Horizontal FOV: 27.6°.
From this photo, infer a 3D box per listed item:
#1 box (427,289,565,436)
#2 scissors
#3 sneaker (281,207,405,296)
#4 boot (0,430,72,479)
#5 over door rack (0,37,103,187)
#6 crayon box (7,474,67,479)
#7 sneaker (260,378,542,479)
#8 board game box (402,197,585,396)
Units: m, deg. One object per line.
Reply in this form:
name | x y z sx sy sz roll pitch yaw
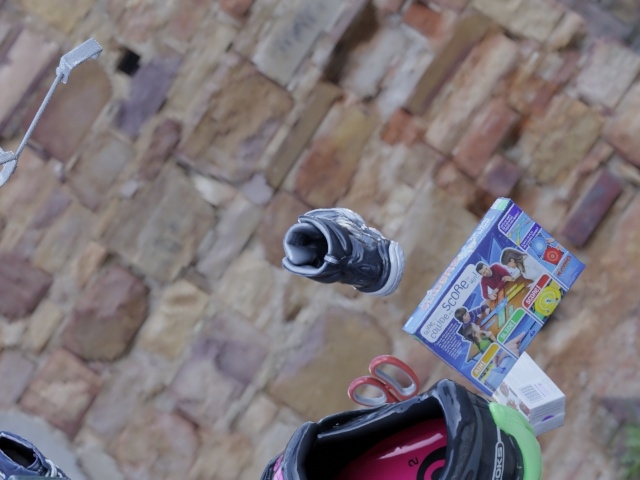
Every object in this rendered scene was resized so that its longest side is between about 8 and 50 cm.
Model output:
box | 0.267 0.179 2.026 0.324 0.067 0.063 -130 29 -49
scissors | 0.164 0.289 2.144 0.109 0.297 0.021 -39 30 18
sneaker | 0.000 0.000 1.922 0.268 0.153 0.101 29 102 56
boot | -0.369 0.330 1.751 0.069 0.190 0.086 -58 1 -33
over door rack | -0.465 -0.227 1.731 0.324 0.239 0.108 -44 -2 41
crayon box | -0.371 0.475 1.601 0.202 0.081 0.318 48 120 47
sneaker | -0.021 0.273 1.305 0.483 0.202 0.185 -33 44 9
board game box | 0.211 0.068 1.576 0.201 0.136 0.035 -52 18 -6
